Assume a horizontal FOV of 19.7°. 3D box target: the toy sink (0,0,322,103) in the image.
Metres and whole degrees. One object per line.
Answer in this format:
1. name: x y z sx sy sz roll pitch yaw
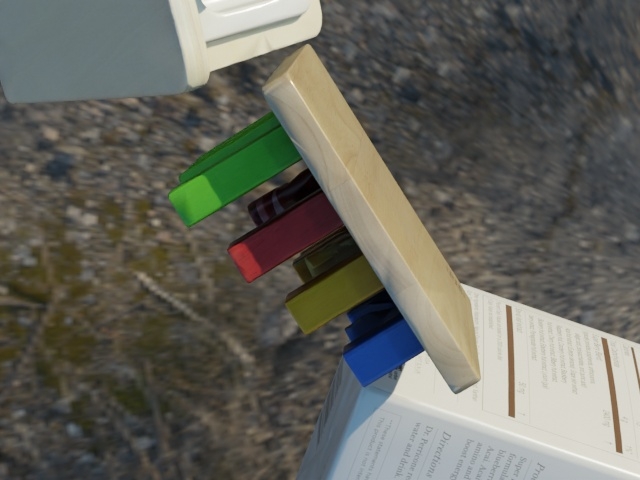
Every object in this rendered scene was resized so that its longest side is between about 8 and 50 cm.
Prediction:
1. toy sink: -0.093 -0.168 1.027 0.131 0.234 0.153 -22 103 -30

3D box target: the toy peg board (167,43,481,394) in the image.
1. toy peg board: 0.000 0.000 0.880 0.079 0.161 0.160 -31 98 9

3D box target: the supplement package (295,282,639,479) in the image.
1. supplement package: 0.139 0.161 1.068 0.293 0.175 0.177 19 113 -3
